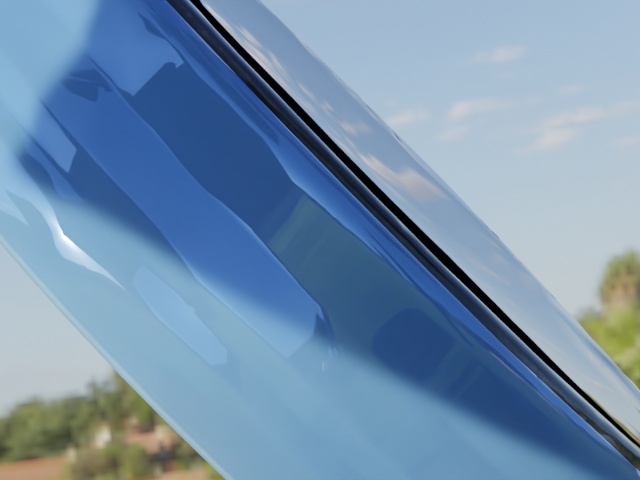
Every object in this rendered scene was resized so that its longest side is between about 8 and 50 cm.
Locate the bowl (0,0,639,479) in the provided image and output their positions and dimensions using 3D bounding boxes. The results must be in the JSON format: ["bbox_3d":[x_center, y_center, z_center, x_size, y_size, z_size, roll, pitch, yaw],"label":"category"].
[{"bbox_3d":[0.000,0.000,0.661,0.077,0.391,0.391,-44,-11,6],"label":"bowl"}]
